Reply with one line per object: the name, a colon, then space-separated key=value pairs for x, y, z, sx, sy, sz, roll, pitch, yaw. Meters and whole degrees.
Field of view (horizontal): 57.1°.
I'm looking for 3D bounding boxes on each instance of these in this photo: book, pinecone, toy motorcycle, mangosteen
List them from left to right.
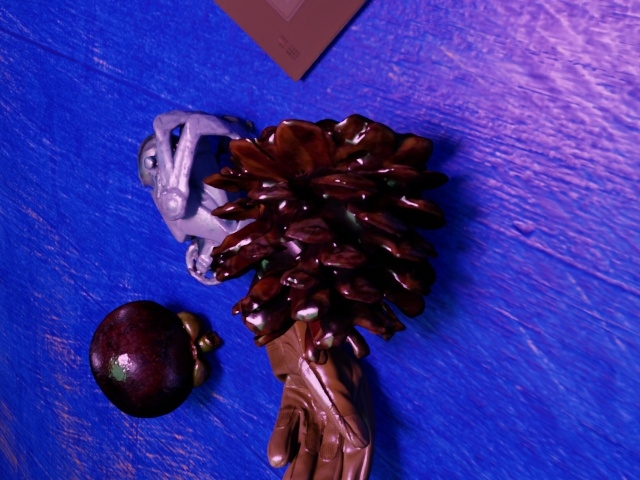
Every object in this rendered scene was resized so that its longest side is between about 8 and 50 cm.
mangosteen: x=-0.307 y=0.204 z=1.073 sx=0.216 sy=0.216 sz=0.216 roll=14 pitch=112 yaw=38
toy motorcycle: x=-0.163 y=-0.074 z=0.896 sx=0.206 sy=0.154 sz=0.260 roll=-26 pitch=92 yaw=20
book: x=-0.019 y=-0.364 z=0.693 sx=0.217 sy=0.021 sz=0.310 roll=43 pitch=132 yaw=-9
pinecone: x=-0.002 y=0.005 z=0.695 sx=0.298 sy=0.242 sz=0.296 roll=-1 pitch=103 yaw=26

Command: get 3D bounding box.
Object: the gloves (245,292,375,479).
gloves: x=-0.010 y=0.210 z=0.841 sx=0.154 sy=0.141 sz=0.331 roll=-26 pitch=74 yaw=17
